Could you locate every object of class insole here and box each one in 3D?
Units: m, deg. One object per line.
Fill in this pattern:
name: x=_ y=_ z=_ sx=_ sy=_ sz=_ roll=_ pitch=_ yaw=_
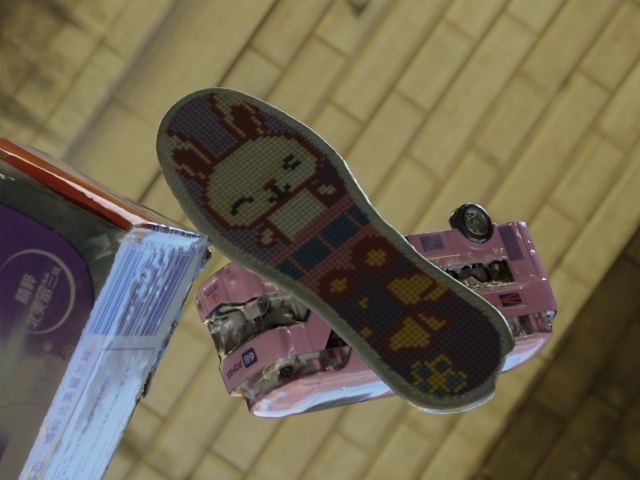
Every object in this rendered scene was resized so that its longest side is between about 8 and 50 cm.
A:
insole: x=0.000 y=0.000 z=0.736 sx=0.065 sy=0.197 sz=0.004 roll=-37 pitch=148 yaw=-15

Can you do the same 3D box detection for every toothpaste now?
toothpaste: x=-0.087 y=0.076 z=0.400 sx=0.196 sy=0.047 sz=0.040 roll=-64 pitch=168 yaw=8

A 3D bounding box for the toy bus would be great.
toy bus: x=0.035 y=0.036 z=0.979 sx=0.203 sy=0.090 sz=0.063 roll=-7 pitch=159 yaw=-36
